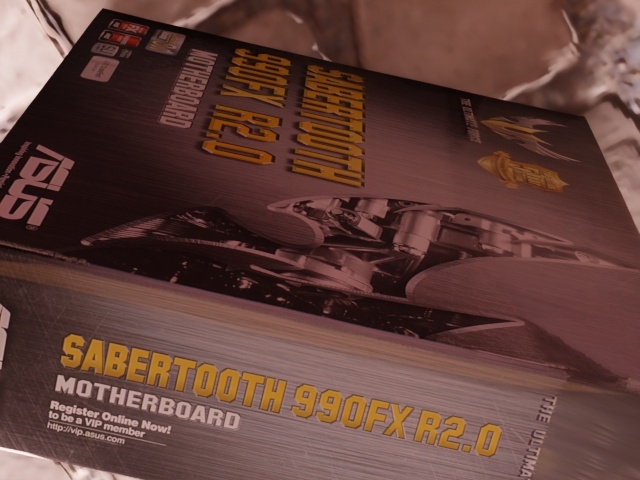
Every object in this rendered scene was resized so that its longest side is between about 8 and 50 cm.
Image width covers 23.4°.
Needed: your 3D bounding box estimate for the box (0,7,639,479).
[{"bbox_3d":[0.000,0.000,0.459,0.183,0.231,0.056,12,111,-2],"label":"box"}]
